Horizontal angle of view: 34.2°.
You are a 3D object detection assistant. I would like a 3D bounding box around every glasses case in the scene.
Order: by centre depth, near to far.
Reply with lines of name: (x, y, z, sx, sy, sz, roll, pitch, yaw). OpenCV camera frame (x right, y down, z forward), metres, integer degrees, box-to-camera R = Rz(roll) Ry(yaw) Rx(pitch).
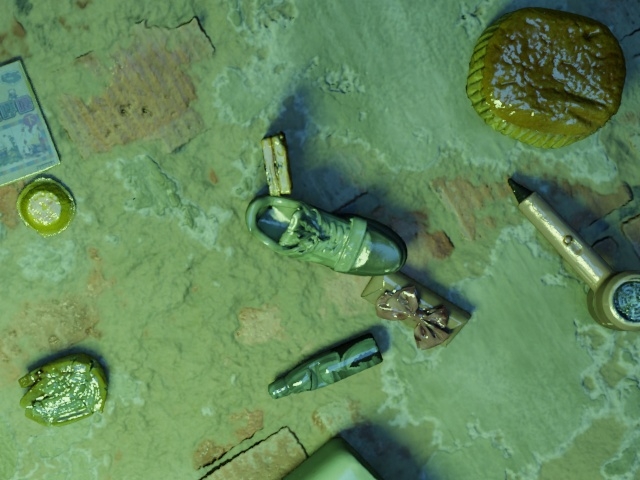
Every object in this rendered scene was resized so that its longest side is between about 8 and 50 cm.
glasses case: (0.163, 0.128, 1.844, 0.193, 0.070, 0.102, 32, 95, -7)

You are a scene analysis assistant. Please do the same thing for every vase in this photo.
vase: (0.005, 0.230, 1.851, 0.211, 0.060, 0.060, -22, 98, -2)

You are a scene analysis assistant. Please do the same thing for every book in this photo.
book: (-0.556, -0.190, 1.782, 0.168, 0.013, 0.192, -20, 98, -1)

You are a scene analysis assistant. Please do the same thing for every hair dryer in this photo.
hair dryer: (0.444, 0.019, 1.812, 0.107, 0.189, 0.344, -44, 83, 2)

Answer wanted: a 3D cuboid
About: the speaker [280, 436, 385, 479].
speaker: (0.100, 0.548, 1.843, 0.184, 0.183, 0.406, -44, 99, -3)

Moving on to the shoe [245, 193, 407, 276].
shoe: (0.001, -0.002, 1.756, 0.293, 0.149, 0.109, 18, 97, 7)

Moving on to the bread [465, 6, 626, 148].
bread: (0.384, -0.276, 1.775, 0.253, 0.142, 0.227, 18, 88, -4)

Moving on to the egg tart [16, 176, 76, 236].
egg tart: (-0.474, -0.057, 1.792, 0.105, 0.039, 0.105, -1, 96, -6)

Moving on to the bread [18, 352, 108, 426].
bread: (-0.450, 0.266, 1.821, 0.156, 0.064, 0.117, -22, 97, -2)

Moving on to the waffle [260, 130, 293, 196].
waffle: (-0.073, -0.130, 1.755, 0.042, 0.148, 0.102, -8, 99, -1)
